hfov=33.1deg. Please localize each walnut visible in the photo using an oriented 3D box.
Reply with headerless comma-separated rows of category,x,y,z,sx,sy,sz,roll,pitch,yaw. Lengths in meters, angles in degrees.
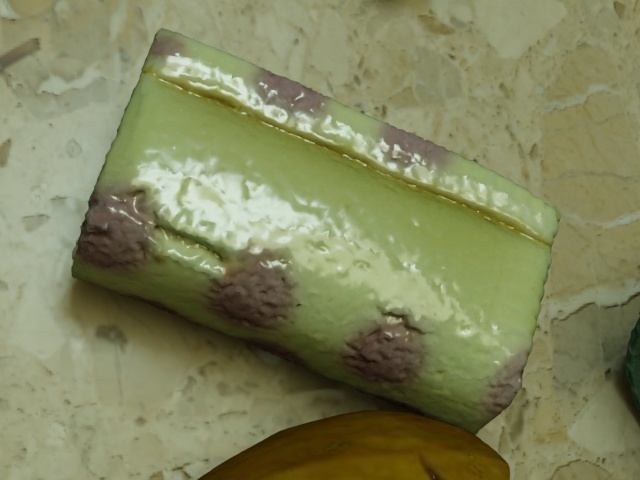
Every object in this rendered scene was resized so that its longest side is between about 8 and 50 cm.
walnut,-0.015,0.231,0.713,0.336,0.209,0.209,-14,80,-12

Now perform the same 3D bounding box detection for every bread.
bread,0.000,0.000,0.798,0.338,0.155,0.187,22,62,-8

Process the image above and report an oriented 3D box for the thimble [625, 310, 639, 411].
thimble,0.347,0.106,0.847,0.143,0.198,0.235,-30,103,-17
